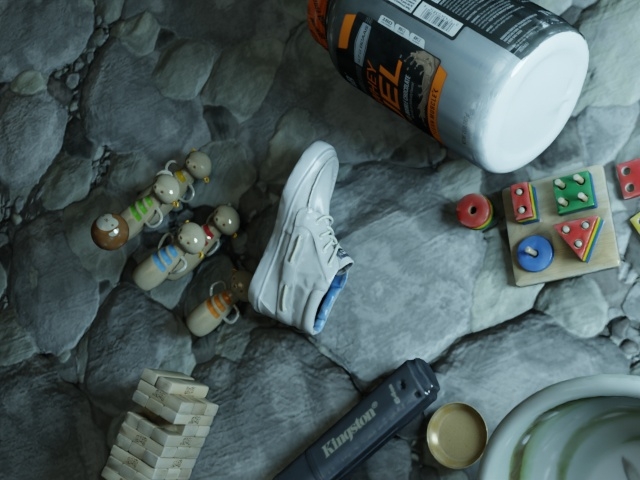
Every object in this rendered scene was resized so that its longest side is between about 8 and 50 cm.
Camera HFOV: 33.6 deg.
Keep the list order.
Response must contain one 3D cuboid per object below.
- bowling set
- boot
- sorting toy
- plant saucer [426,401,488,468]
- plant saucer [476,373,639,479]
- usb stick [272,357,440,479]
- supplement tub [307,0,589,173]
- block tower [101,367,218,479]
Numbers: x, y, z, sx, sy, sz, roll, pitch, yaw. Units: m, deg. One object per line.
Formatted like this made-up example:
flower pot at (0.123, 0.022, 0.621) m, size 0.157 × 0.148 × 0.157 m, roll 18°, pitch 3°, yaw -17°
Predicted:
bowling set at (-0.214, -0.012, 1.537) m, size 0.154 × 0.200 × 0.287 m, roll -39°, pitch 66°, yaw 16°
boot at (0.000, 0.000, 1.472) m, size 0.123 × 0.095 × 0.258 m, roll 24°, pitch 100°, yaw 27°
sorting toy at (0.300, -0.023, 1.315) m, size 0.275 × 0.046 × 0.132 m, roll -14°, pitch 72°, yaw 27°
plant saucer at (0.175, 0.247, 1.343) m, size 0.083 × 0.015 × 0.083 m, roll -8°, pitch 74°, yaw 30°
plant saucer at (0.361, 0.309, 1.113) m, size 0.401 × 0.100 × 0.400 m, roll 17°, pitch 119°, yaw 32°
usb stick at (0.042, 0.262, 1.393) m, size 0.278 × 0.045 × 0.077 m, roll -43°, pitch 33°, yaw 14°
supplement tub at (0.153, -0.249, 1.362) m, size 0.338 × 0.207 × 0.207 m, roll 38°, pitch 99°, yaw 32°
block tower at (-0.260, 0.358, 1.530) m, size 0.091 × 0.097 × 0.335 m, roll 22°, pitch 91°, yaw 34°
